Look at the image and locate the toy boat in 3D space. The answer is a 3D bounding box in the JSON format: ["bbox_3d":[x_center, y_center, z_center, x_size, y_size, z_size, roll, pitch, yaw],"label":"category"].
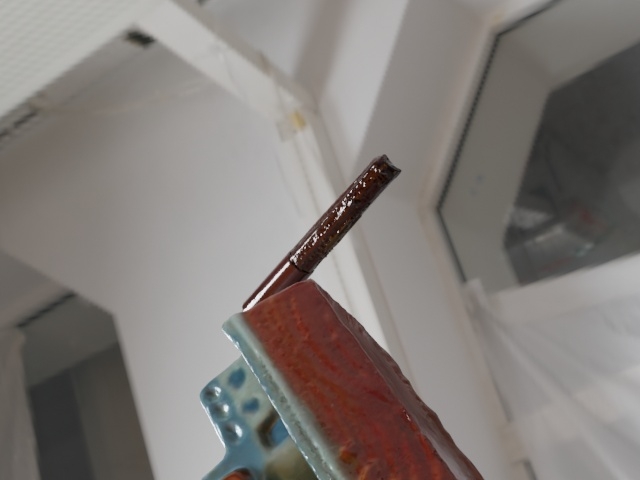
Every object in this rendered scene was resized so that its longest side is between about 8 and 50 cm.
[{"bbox_3d":[0.039,0.178,0.703,0.133,0.332,0.145,-40,-38,3],"label":"toy boat"}]

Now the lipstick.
[{"bbox_3d":[-0.001,0.000,0.987,0.027,0.027,0.176,5,-44,-44],"label":"lipstick"}]
